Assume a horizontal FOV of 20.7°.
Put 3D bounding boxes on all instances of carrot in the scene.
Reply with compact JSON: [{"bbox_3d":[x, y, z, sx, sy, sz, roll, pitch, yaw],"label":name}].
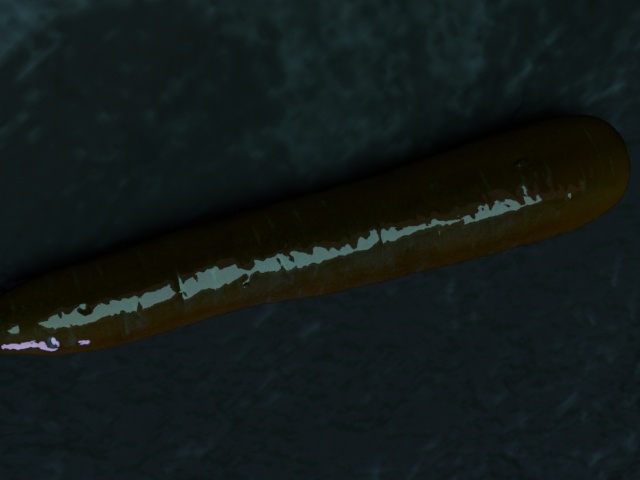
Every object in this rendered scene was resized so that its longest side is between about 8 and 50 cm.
[{"bbox_3d":[0.000,0.000,0.613,0.247,0.043,0.043,-15,116,-15],"label":"carrot"}]
